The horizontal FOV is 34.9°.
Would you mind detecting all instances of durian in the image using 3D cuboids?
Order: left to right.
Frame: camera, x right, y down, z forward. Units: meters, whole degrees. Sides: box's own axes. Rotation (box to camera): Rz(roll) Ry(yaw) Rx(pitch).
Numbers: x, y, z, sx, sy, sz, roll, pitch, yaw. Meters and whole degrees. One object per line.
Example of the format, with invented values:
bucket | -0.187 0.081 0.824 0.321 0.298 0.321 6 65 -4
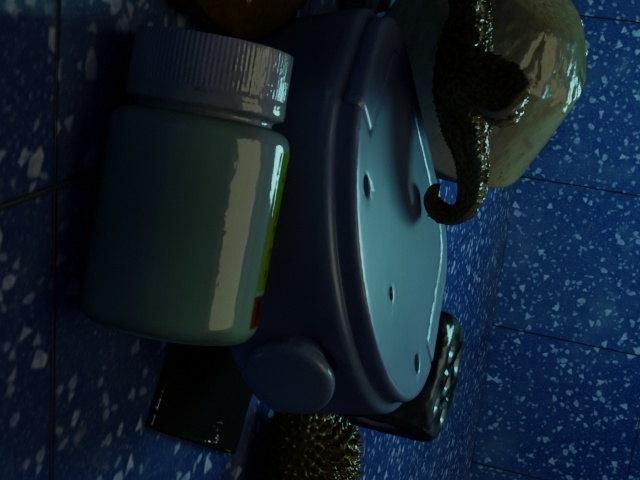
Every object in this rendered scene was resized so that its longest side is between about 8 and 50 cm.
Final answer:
durian | -0.011 0.277 1.275 0.158 0.137 0.168 12 80 -52

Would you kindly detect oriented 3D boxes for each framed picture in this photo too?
framed picture | -0.088 0.058 1.090 0.244 0.013 0.323 53 50 -68

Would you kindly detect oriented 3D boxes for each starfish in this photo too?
starfish | 0.140 -0.183 1.017 0.312 0.113 0.303 -85 165 -54

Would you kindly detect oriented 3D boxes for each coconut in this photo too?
coconut | 0.184 -0.207 1.327 0.329 0.329 0.328 11 90 -73

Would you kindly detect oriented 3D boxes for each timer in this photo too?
timer | 0.000 0.000 0.993 0.395 0.173 0.395 -2 90 -72

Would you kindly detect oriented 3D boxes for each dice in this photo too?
dice | 0.100 0.182 1.474 0.181 0.182 0.183 61 45 -66

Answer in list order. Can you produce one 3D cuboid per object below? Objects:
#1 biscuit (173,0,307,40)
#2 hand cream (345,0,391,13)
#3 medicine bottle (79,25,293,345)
biscuit | -0.049 -0.310 0.878 0.296 0.075 0.296 11 90 -72
hand cream | 0.069 -0.317 1.317 0.194 0.042 0.067 -50 146 -66
medicine bottle | -0.099 -0.039 0.777 0.139 0.139 0.225 -2 103 -72
